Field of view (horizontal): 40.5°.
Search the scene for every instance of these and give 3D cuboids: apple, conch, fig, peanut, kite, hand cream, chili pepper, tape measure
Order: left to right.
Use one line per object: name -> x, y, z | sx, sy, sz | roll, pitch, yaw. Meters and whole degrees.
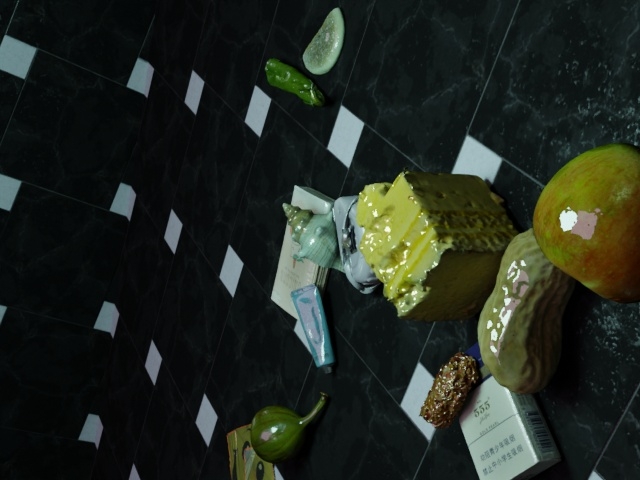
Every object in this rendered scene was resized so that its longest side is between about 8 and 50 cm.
kite -> -0.195, 0.654, 2.495 | 0.377, 0.013, 0.327 | 40, 119, 53
fig -> -0.062, 0.479, 2.234 | 0.259, 0.151, 0.151 | -26, 61, 24
chili pepper -> -0.061, -0.418, 2.331 | 0.359, 0.076, 0.084 | -139, 40, -57
hand cream -> -0.013, 0.224, 2.172 | 0.083, 0.048, 0.224 | -22, 80, 30
conch -> -0.004, -0.010, 2.068 | 0.234, 0.137, 0.114 | 45, 131, 28
tape measure -> 0.105, -0.003, 1.968 | 0.197, 0.120, 0.236 | 144, 119, -71
peanut -> 0.358, 0.121, 1.539 | 0.159, 0.143, 0.291 | 17, 99, 47
apple -> 0.464, -0.030, 1.351 | 0.226, 0.246, 0.246 | -56, 40, 11

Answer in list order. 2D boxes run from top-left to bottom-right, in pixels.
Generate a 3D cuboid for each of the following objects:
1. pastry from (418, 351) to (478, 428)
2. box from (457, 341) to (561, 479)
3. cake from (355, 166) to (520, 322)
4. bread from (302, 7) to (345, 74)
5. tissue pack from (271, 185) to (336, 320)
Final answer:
pastry -> 0.239, 0.289, 1.652 | 0.087, 0.063, 0.169 | 55, 133, 50
box -> 0.331, 0.322, 1.627 | 0.168, 0.071, 0.259 | -51, 46, 45
cake -> 0.218, -0.013, 1.698 | 0.222, 0.228, 0.286 | -58, 42, 39
bread -> 0.011, -0.499, 2.260 | 0.193, 0.036, 0.112 | -50, 48, 44
tissue pack -> -0.037, 0.035, 2.246 | 0.170, 0.071, 0.325 | 31, 113, 49
